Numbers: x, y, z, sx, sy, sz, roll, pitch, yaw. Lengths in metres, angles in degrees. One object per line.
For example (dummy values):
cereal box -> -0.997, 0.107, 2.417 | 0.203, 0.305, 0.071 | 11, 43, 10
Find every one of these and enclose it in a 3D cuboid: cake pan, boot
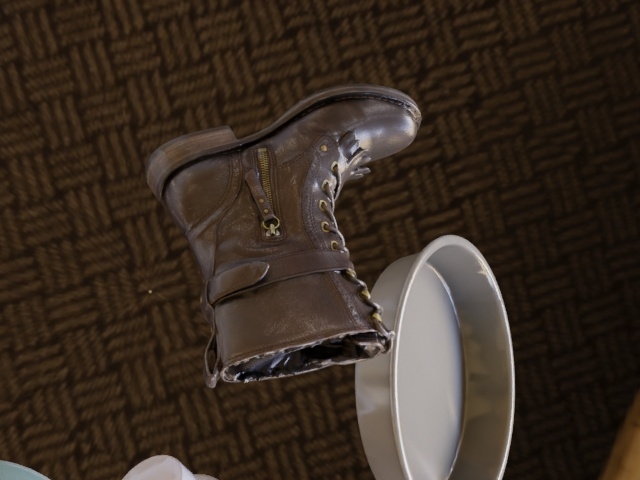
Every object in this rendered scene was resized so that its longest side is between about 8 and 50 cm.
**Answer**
cake pan -> 0.117, 0.142, 1.275 | 0.054, 0.293, 0.293 | -4, 88, 30
boot -> 0.000, 0.000, 1.014 | 0.263, 0.091, 0.229 | -18, 56, -16

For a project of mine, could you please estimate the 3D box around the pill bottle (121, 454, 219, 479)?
pill bottle -> -0.106, 0.284, 1.180 | 0.108, 0.108, 0.193 | -43, 125, -7

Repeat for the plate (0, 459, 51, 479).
plate -> -0.277, 0.268, 1.037 | 0.188, 0.024, 0.188 | -2, 105, -7
